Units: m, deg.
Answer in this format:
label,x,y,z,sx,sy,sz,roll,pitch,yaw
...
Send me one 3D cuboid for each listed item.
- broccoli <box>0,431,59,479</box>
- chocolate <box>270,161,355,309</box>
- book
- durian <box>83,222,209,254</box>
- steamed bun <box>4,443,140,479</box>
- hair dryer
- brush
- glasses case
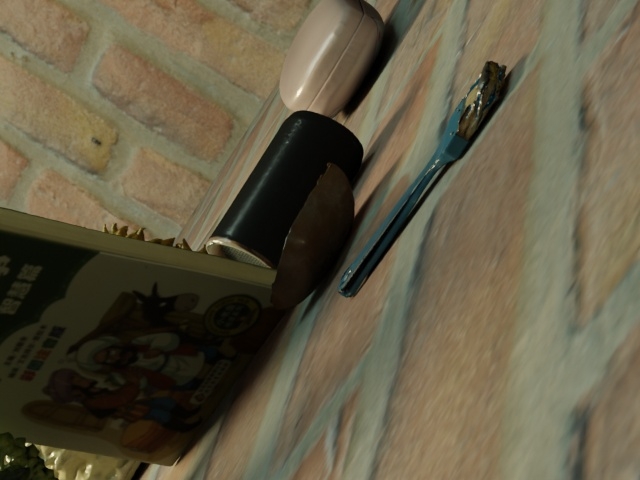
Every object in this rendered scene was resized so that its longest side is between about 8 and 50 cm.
label,x,y,z,sx,sy,sz,roll,pitch,yaw
broccoli,-0.306,0.173,1.175,0.221,0.361,0.252,-44,6,-7
chocolate,0.000,0.000,1.191,0.100,0.031,0.064,-60,-13,-50
book,-0.175,0.070,1.248,0.202,0.264,0.027,-53,37,35
durian,-0.171,0.076,1.888,0.196,0.185,0.305,-33,-20,-40
steamed bun,-0.286,0.142,1.660,0.290,0.272,0.273,-49,10,34
hair dryer,-0.048,-0.013,1.423,0.128,0.070,0.255,-59,8,-17
brush,0.053,-0.030,1.002,0.164,0.014,0.051,-56,5,27
glasses case,0.011,-0.181,1.773,0.113,0.075,0.297,-58,5,10
